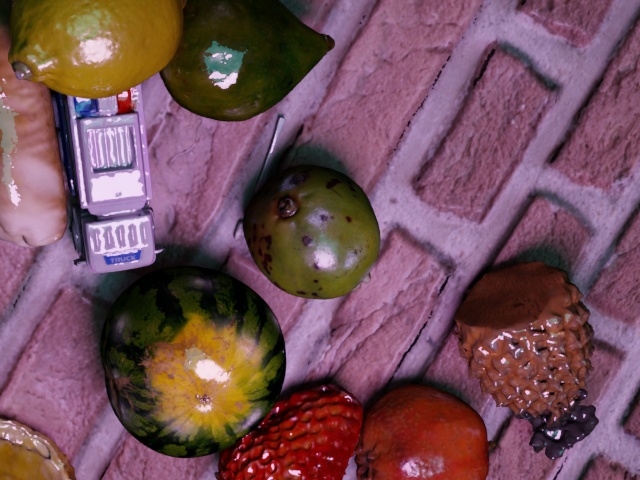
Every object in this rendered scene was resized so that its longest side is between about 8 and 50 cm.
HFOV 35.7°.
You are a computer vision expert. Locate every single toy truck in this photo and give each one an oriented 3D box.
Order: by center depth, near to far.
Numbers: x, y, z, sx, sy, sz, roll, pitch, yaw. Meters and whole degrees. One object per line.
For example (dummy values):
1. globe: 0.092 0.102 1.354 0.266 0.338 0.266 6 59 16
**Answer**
1. toy truck: -0.280 -0.087 1.320 0.124 0.155 0.268 -9 109 -17

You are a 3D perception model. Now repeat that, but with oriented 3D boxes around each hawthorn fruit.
1. hawthorn fruit: 0.178 0.331 1.582 0.253 0.205 0.205 -6 107 -25

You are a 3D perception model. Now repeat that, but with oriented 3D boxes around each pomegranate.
1. pomegranate: 0.000 0.000 1.438 0.202 0.202 0.248 -43 145 -3

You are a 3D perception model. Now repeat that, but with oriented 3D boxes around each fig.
1. fig: -0.096 -0.257 1.315 0.244 0.195 0.196 -8 108 -8

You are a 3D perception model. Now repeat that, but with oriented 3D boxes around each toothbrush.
1. toothbrush: -0.088 -0.089 1.461 0.017 0.014 0.194 19 99 -20

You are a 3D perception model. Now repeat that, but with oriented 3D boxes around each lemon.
1. lemon: -0.263 -0.258 1.154 0.248 0.184 0.184 -36 117 -36

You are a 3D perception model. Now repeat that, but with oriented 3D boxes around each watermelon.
1. watermelon: -0.177 0.163 1.380 0.268 0.269 0.269 -5 107 -17

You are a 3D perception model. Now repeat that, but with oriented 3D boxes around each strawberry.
1. strawberry: -0.034 0.322 1.511 0.244 0.205 0.205 -48 115 -13

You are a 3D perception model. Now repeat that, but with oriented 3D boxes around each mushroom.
1. mushroom: -0.449 -0.180 1.230 0.397 0.224 0.314 39 76 -31

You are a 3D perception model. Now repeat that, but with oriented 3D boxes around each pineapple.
1. pineapple: 0.354 0.224 1.600 0.222 0.223 0.357 -28 117 -9

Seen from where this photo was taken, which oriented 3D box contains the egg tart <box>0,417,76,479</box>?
1. egg tart: -0.508 0.410 1.404 0.345 0.132 0.346 -4 104 -17
